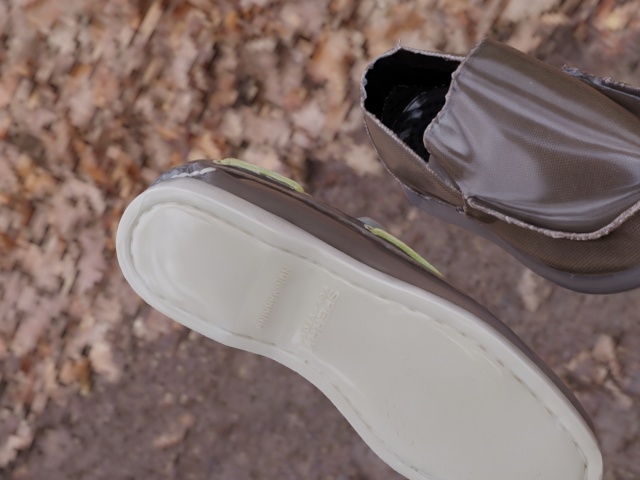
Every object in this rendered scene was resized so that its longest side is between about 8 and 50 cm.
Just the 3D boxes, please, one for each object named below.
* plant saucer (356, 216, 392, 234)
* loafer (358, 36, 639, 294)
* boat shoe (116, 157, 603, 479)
[{"bbox_3d":[0.000,0.000,1.355,0.119,0.119,0.021,-13,92,48],"label":"plant saucer"},{"bbox_3d":[0.131,-0.062,1.090,0.134,0.130,0.366,-56,30,-12],"label":"loafer"},{"bbox_3d":[0.033,0.052,0.986,0.116,0.324,0.097,-61,-3,27],"label":"boat shoe"}]
